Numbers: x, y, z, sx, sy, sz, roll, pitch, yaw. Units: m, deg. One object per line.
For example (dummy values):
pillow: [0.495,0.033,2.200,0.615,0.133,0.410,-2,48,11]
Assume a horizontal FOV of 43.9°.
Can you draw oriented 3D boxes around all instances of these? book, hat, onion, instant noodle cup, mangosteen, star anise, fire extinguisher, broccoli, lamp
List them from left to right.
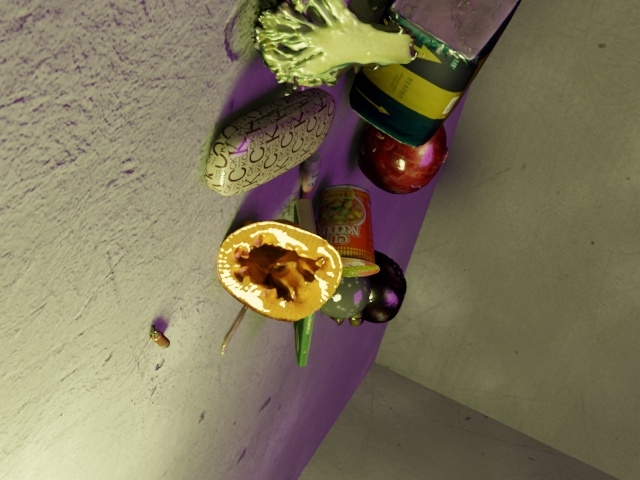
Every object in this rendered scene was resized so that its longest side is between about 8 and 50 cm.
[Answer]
fire extinguisher: [-0.299,0.177,1.466,0.083,0.022,0.028,75,3,-67]
star anise: [-0.162,0.154,1.940,0.227,0.219,0.148,-8,169,-27]
hat: [-0.076,0.020,1.707,0.244,0.233,0.233,-28,-163,12]
book: [-0.042,0.110,1.971,0.371,0.043,0.260,99,-14,-51]
broccoli: [0.018,-0.380,1.331,0.242,0.273,0.180,100,-13,-48]
instant noodle cup: [0.065,-0.027,2.082,0.193,0.193,0.212,67,25,-71]
lamp: [0.079,0.082,2.403,0.182,0.182,0.314,7,97,-75]
mangosteen: [0.160,0.177,2.713,0.287,0.233,0.288,-59,-162,33]
onion: [0.237,-0.262,2.248,0.276,0.276,0.276,-58,164,-28]

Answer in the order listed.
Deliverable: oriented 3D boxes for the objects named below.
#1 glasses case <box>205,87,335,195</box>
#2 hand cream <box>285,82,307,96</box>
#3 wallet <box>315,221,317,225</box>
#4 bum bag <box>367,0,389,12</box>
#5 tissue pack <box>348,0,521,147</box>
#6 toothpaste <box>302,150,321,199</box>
glasses case: [-0.084,-0.188,1.474,0.354,0.085,0.137,-36,150,-49]
hand cream: [-0.037,-0.295,1.602,0.084,0.050,0.257,-61,158,-24]
wallet: [0.000,0.000,2.232,0.133,0.039,0.243,-68,165,15]
bum bag: [0.198,-0.657,1.810,0.310,0.074,0.137,-57,176,-13]
tissue pack: [0.251,-0.444,1.836,0.264,0.253,0.416,-57,177,-23]
toothpaste: [-0.024,-0.147,1.910,0.194,0.043,0.067,99,17,-62]
